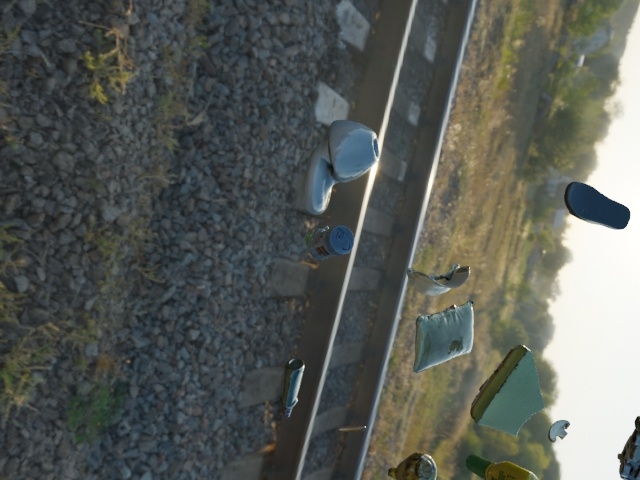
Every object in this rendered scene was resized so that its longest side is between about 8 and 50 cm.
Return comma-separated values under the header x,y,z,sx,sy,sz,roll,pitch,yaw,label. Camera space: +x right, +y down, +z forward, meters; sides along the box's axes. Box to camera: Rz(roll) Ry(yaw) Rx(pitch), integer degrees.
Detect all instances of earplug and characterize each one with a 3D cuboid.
x,y,z,sx,sy,sz,roll,pitch,yaw,label
0.046,-0.218,1.683,0.326,0.175,0.214,-51,-168,35,earplug

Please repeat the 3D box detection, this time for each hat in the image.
x,y,z,sx,sy,sz,roll,pitch,yaw,label
0.450,0.162,2.069,0.226,0.219,0.164,-120,-153,-61,hat

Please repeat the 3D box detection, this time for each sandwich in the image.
x,y,z,sx,sy,sz,roll,pitch,yaw,label
0.547,0.416,1.537,0.212,0.063,0.245,26,102,-30,sandwich

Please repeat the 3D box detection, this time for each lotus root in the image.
x,y,z,sx,sy,sz,roll,pitch,yaw,label
0.282,0.714,1.715,0.191,0.094,0.108,134,-33,-54,lotus root

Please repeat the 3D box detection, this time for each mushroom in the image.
x,y,z,sx,sy,sz,roll,pitch,yaw,label
0.710,0.568,1.660,0.101,0.049,0.019,-24,140,-33,mushroom

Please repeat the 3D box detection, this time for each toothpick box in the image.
x,y,z,sx,sy,sz,roll,pitch,yaw,label
0.035,0.010,1.949,0.101,0.153,0.101,7,76,-31,toothpick box

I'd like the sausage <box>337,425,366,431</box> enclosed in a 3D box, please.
x,y,z,sx,sy,sz,roll,pitch,yaw,label
0.094,0.565,1.669,0.015,0.100,0.015,30,52,-49,sausage

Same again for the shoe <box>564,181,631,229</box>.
x,y,z,sx,sy,sz,roll,pitch,yaw,label
0.871,-0.103,1.790,0.093,0.240,0.108,-166,-81,-80,shoe

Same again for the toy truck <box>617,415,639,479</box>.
x,y,z,sx,sy,sz,roll,pitch,yaw,label
1.196,0.716,1.988,0.178,0.176,0.364,-44,146,-57,toy truck

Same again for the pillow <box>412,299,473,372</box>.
x,y,z,sx,sy,sz,roll,pitch,yaw,label
0.401,0.302,1.783,0.302,0.074,0.185,-7,102,-41,pillow

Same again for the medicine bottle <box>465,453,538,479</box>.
x,y,z,sx,sy,sz,roll,pitch,yaw,label
0.458,0.603,1.420,0.260,0.064,0.095,167,-80,-71,medicine bottle

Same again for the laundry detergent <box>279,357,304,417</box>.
x,y,z,sx,sy,sz,roll,pitch,yaw,label
-0.116,0.589,2.205,0.144,0.078,0.222,-55,154,-77,laundry detergent

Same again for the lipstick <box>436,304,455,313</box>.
x,y,z,sx,sy,sz,roll,pitch,yaw,label
0.416,0.249,1.871,0.129,0.030,0.030,-31,102,-33,lipstick

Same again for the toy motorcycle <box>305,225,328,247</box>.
x,y,z,sx,sy,sz,roll,pitch,yaw,label
0.000,0.000,2.191,0.106,0.074,0.190,-37,159,12,toy motorcycle
